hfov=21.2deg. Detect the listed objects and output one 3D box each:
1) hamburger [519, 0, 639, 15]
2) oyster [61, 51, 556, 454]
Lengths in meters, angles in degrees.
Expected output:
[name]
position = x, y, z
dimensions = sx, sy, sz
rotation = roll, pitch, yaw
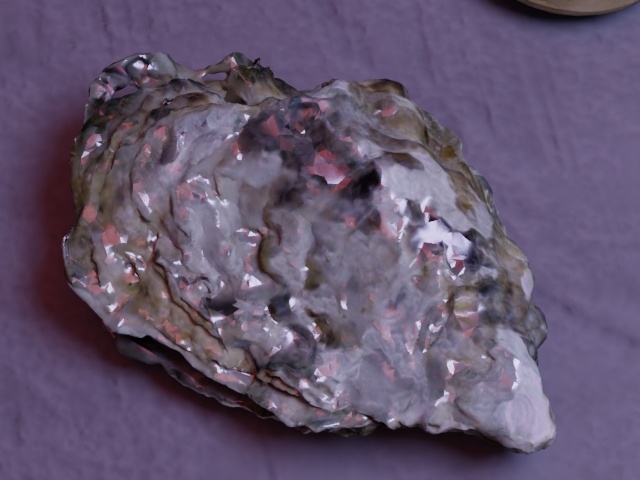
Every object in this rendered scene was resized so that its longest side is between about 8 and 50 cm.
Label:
[hamburger]
position = 0.136, -0.187, 0.940
dimensions = 0.141, 0.081, 0.126
rotation = 14, 73, -3
[oyster]
position = 0.000, 0.000, 0.863
dimensions = 0.268, 0.112, 0.198
rotation = 11, 70, 6
